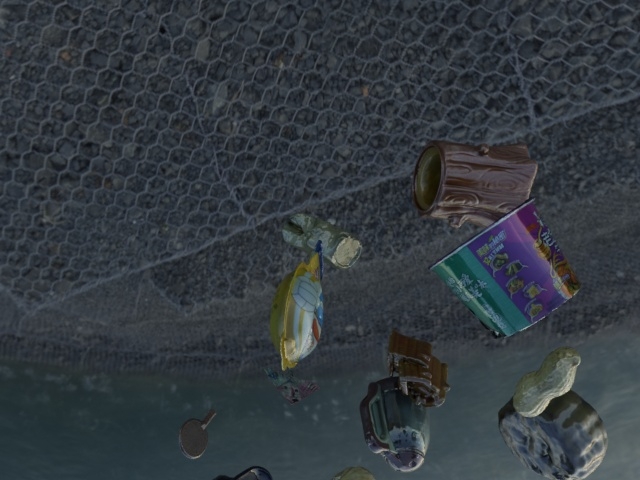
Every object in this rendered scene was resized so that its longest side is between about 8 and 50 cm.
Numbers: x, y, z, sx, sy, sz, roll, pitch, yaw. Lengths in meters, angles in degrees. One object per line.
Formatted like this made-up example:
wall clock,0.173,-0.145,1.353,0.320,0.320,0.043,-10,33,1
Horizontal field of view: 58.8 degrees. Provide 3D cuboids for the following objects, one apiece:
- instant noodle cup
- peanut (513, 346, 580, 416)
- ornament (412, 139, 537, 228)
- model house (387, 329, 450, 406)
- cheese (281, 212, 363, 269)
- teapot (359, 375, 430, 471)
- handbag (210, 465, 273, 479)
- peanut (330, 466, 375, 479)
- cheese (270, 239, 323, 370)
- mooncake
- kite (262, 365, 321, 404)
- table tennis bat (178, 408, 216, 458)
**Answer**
instant noodle cup,0.363,0.063,1.102,0.251,0.251,0.190,-38,80,23
peanut,0.485,0.303,1.220,0.082,0.082,0.187,27,117,-18
ornament,0.340,-0.125,1.311,0.218,0.235,0.221,6,82,-16
model house,0.312,0.447,1.979,0.229,0.199,0.219,40,134,-13
cheese,0.000,0.000,1.421,0.202,0.091,0.175,23,172,23
teapot,0.267,0.674,2.081,0.315,0.312,0.233,31,126,-27
handbag,-0.146,0.535,0.882,0.118,0.326,0.269,-28,82,26
peanut,0.053,0.606,1.265,0.129,0.129,0.224,12,110,-8
cheese,-0.030,0.100,0.950,0.069,0.270,0.177,5,123,11
mooncake,0.664,0.556,1.641,0.161,0.290,0.290,-31,131,-29
kite,-0.058,0.280,1.170,0.137,0.152,0.005,26,119,-18
table tennis bat,-0.317,0.544,1.641,0.119,0.170,0.107,-22,106,30
